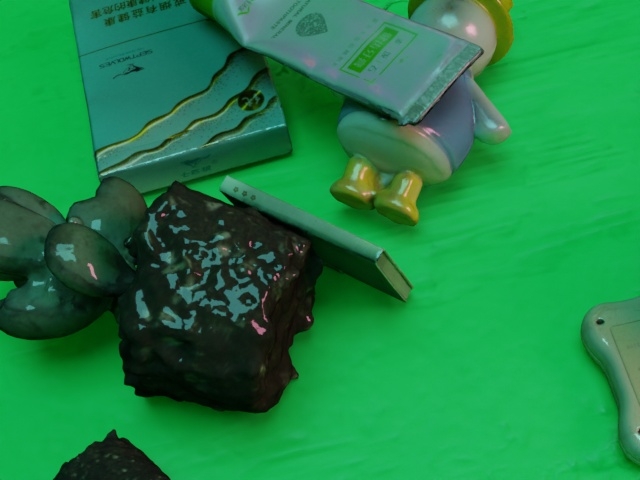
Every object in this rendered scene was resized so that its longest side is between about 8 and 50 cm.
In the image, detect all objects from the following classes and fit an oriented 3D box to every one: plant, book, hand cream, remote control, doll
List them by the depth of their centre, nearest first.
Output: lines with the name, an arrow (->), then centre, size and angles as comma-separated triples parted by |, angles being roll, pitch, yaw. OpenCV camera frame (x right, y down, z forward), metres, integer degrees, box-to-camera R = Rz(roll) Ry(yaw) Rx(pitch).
plant -> -0.113, 0.191, 0.704 | 0.092, 0.094, 0.143 | -31, 51, -25
remote control -> 0.225, 0.093, 0.748 | 0.074, 0.032, 0.122 | -12, 55, 1
plant -> -0.139, 0.023, 0.787 | 0.274, 0.146, 0.149 | 15, 63, 19
book -> 0.000, 0.000, 0.808 | 0.135, 0.103, 0.017 | 25, 80, 25
hand cream -> -0.003, -0.164, 0.874 | 0.275, 0.050, 0.079 | 30, 98, 38
doll -> 0.088, -0.126, 0.884 | 0.135, 0.099, 0.241 | -2, 49, 43

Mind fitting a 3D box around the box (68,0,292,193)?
box -> -0.128, -0.149, 0.968 | 0.162, 0.041, 0.229 | -16, 54, -2
